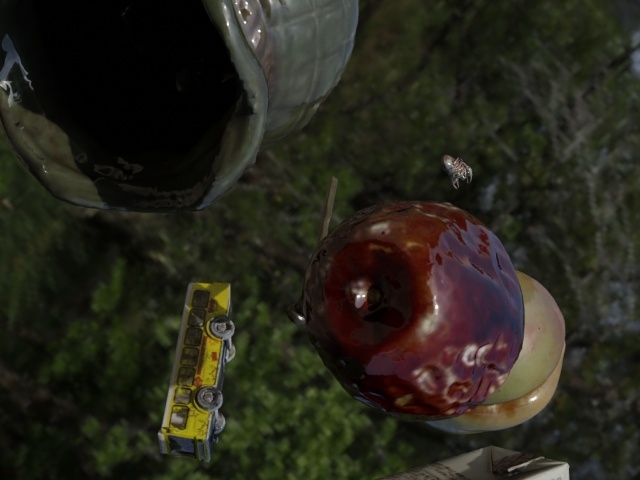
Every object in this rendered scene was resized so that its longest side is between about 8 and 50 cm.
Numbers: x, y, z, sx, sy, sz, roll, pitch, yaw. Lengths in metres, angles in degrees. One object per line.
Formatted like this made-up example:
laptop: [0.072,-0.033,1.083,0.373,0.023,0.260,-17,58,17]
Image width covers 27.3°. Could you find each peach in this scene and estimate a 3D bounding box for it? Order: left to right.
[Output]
peach: [0.254,0.170,2.103,0.292,0.247,0.292,-26,138,-27]

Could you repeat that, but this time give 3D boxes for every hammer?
hammer: [0.000,0.000,1.686,0.058,0.029,0.292,-46,-161,31]

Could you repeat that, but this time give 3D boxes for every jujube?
jujube: [0.089,0.065,1.286,0.223,0.223,0.318,-43,164,9]

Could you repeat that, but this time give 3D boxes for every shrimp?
shrimp: [0.215,-0.109,2.060,0.038,0.029,0.092,-11,157,15]

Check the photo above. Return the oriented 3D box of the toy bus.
toy bus: [-0.150,0.162,1.664,0.081,0.074,0.226,95,2,-58]

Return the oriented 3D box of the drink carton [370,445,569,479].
drink carton: [0.101,0.336,1.302,0.324,0.194,0.132,-8,-171,-38]

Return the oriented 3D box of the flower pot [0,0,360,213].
flower pot: [-0.130,-0.174,0.991,0.302,0.302,0.213,-43,-177,39]
